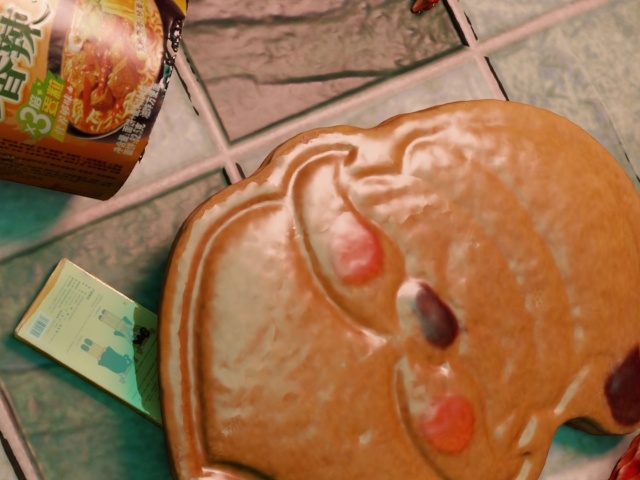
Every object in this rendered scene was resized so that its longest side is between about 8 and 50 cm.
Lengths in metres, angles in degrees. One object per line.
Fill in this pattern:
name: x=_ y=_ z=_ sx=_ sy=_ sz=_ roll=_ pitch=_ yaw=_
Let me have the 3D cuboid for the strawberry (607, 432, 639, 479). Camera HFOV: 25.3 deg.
strawberry: x=0.265 y=0.270 z=1.136 sx=0.253 sy=0.150 sz=0.280 roll=9 pitch=68 yaw=-48

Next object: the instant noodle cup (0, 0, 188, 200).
instant noodle cup: x=-0.214 y=-0.137 z=1.039 sx=0.182 sy=0.230 sz=0.230 roll=20 pitch=75 yaw=-21

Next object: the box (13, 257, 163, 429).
box: x=-0.158 y=0.082 z=1.111 sx=0.149 sy=0.020 sz=0.073 roll=34 pitch=72 yaw=-8

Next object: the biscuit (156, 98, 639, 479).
biscuit: x=0.075 y=0.065 z=1.135 sx=0.455 sy=0.078 sz=0.349 roll=-29 pitch=94 yaw=-19

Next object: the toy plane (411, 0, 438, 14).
toy plane: x=0.045 y=-0.288 z=1.201 sx=0.194 sy=0.126 sz=0.077 roll=30 pitch=46 yaw=-8
